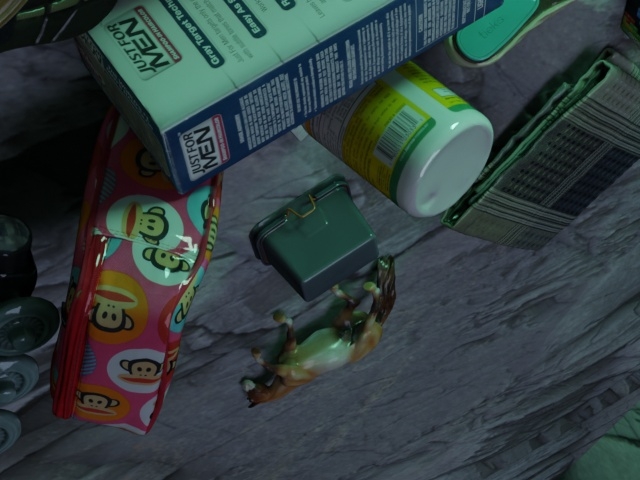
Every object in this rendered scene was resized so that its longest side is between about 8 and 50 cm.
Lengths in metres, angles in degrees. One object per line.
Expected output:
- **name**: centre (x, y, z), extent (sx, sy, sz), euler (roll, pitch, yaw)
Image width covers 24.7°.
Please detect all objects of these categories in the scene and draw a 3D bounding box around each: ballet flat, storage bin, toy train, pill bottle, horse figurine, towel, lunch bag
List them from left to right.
- **toy train**: centre (-0.370, 0.102, 1.381), extent (0.190, 0.142, 0.334), euler (-4, 140, -30)
- **lunch bag**: centre (-0.165, 0.023, 1.342), extent (0.120, 0.293, 0.258), euler (12, 139, -5)
- **storage bin**: centre (0.000, 0.000, 1.703), extent (0.135, 0.091, 0.098), euler (-34, 152, -11)
- **horse figurine**: centre (0.006, 0.128, 1.933), extent (0.263, 0.066, 0.174), euler (-32, 146, -8)
- **pill bottle**: centre (0.053, -0.123, 1.391), extent (0.118, 0.208, 0.117), euler (-36, 150, -25)
- **ballet flat**: centre (0.236, -0.275, 1.600), extent (0.248, 0.086, 0.086), euler (-36, 153, -2)
- **towel**: centre (0.332, -0.115, 1.987), extent (0.312, 0.056, 0.324), euler (-45, 154, 18)

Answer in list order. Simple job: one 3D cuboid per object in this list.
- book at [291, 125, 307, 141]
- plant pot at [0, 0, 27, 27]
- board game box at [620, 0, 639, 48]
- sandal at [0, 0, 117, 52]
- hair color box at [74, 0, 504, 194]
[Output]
- **book**: centre (-0.016, -0.167, 1.495), extent (0.096, 0.035, 0.144), euler (-44, 153, 1)
- **plant pot**: centre (-0.263, -0.194, 0.960), extent (0.236, 0.032, 0.236), euler (-30, 151, -19)
- **board game box**: centre (0.441, -0.256, 1.758), extent (0.048, 0.170, 0.141), euler (-29, 150, -15)
- **sandal**: centre (-0.272, -0.194, 1.096), extent (0.303, 0.086, 0.120), euler (-19, 146, -53)
- **hair color box**: centre (-0.026, -0.208, 1.266), extent (0.347, 0.174, 0.105), euler (-31, 153, -13)
